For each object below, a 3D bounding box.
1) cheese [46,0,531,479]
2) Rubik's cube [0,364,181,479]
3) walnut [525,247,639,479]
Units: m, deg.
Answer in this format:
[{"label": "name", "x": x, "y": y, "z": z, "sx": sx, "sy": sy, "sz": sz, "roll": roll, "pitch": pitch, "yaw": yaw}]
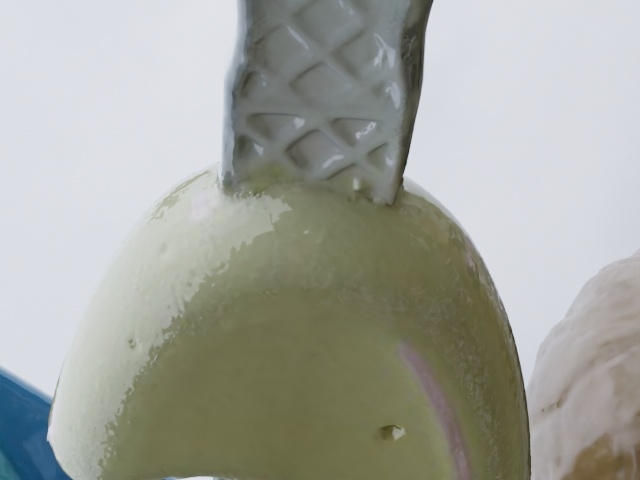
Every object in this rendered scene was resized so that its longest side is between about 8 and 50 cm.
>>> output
[{"label": "cheese", "x": 0.000, "y": -0.001, "z": 0.461, "sx": 0.050, "sy": 0.127, "sz": 0.235, "roll": -85, "pitch": 1, "yaw": -47}, {"label": "Rubik's cube", "x": -0.253, "y": 0.285, "z": 1.076, "sx": 0.352, "sy": 0.347, "sz": 0.351, "roll": -55, "pitch": 5, "yaw": 47}, {"label": "walnut", "x": 0.278, "y": 0.151, "z": 1.284, "sx": 0.333, "sy": 0.333, "sz": 0.333, "roll": -44, "pitch": -31, "yaw": -35}]
